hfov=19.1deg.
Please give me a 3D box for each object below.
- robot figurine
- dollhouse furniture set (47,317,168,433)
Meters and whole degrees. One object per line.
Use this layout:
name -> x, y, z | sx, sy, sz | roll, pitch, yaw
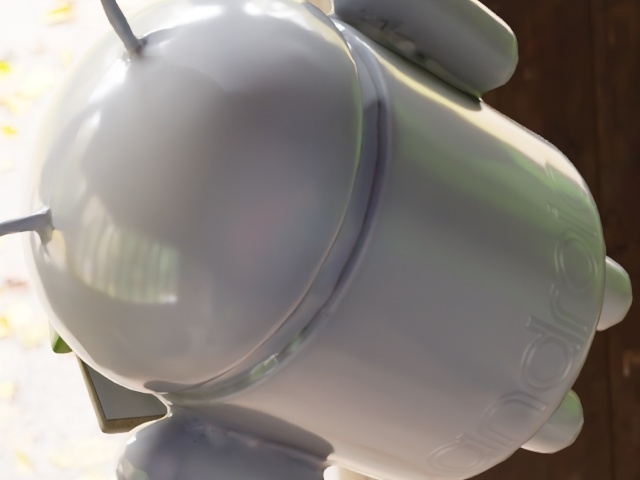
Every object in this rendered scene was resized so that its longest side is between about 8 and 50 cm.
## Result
robot figurine -> 0.000, 0.000, 0.938 | 0.200, 0.353, 0.300 | 13, 81, 50
dollhouse furniture set -> -0.046, -0.001, 1.268 | 0.197, 0.301, 0.151 | -2, 51, -29
